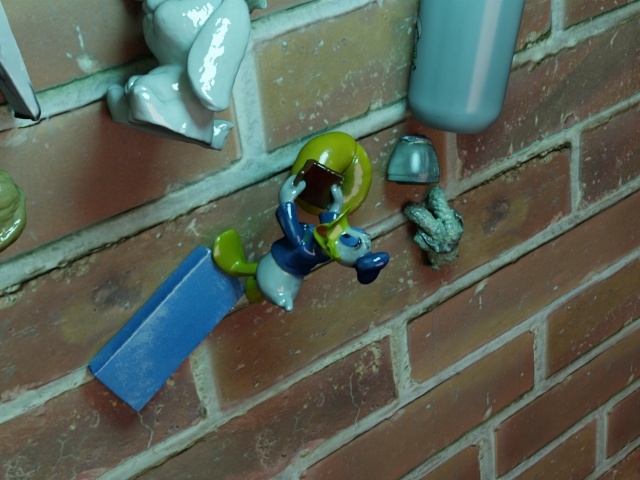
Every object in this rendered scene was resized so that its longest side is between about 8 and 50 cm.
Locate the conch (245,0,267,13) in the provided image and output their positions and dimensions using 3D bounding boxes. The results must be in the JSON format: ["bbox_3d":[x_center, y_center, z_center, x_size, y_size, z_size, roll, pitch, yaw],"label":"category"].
[{"bbox_3d":[-0.151,-0.452,1.633,0.234,0.137,0.114,60,42,-49],"label":"conch"}]

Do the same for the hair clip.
[{"bbox_3d":[-0.502,-0.308,1.406,0.101,0.085,0.331,-31,121,-29],"label":"hair clip"}]

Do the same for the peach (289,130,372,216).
[{"bbox_3d":[0.022,-0.126,1.933,0.179,0.103,0.179,-17,118,-34],"label":"peach"}]

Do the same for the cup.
[{"bbox_3d":[0.286,-0.381,1.974,0.205,0.205,0.312,-9,116,-38],"label":"cup"}]

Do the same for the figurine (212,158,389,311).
[{"bbox_3d":[0.000,0.000,1.796,0.204,0.338,0.283,23,81,-48],"label":"figurine"}]

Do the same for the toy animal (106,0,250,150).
[{"bbox_3d":[-0.206,-0.291,1.571,0.206,0.271,0.265,18,87,-23],"label":"toy animal"}]

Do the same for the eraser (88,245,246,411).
[{"bbox_3d":[-0.282,0.162,1.844,0.312,0.042,0.144,-49,132,-13],"label":"eraser"}]

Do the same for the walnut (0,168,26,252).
[{"bbox_3d":[-0.519,-0.036,1.477,0.166,0.149,0.166,-26,150,-16],"label":"walnut"}]

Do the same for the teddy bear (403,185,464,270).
[{"bbox_3d":[0.274,-0.011,2.201,0.133,0.111,0.213,-36,128,-19],"label":"teddy bear"}]

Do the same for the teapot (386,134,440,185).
[{"bbox_3d":[0.211,-0.169,2.077,0.149,0.111,0.108,0,96,-35],"label":"teapot"}]
